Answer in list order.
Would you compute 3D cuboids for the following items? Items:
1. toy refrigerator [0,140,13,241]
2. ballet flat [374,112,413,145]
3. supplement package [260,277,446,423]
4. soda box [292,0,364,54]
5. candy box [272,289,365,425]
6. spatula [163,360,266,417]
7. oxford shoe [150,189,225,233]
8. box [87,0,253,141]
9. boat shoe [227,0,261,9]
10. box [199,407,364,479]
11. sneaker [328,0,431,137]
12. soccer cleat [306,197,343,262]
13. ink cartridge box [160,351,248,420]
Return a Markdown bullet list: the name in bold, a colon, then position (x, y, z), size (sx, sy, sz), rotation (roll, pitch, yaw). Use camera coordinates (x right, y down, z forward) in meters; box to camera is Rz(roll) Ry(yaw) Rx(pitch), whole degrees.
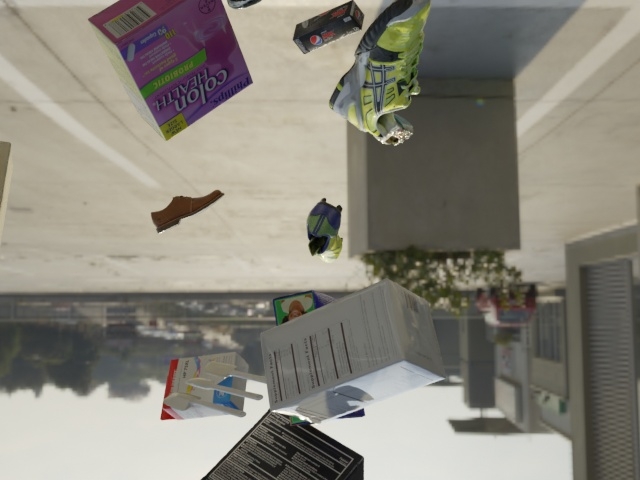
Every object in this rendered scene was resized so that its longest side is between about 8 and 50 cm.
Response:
- **toy refrigerator**: position (-0.761, -0.090, 1.867), size (0.094, 0.270, 0.102), rotation (6, 149, -14)
- **ballet flat**: position (0.166, -0.267, 1.982), size (0.077, 0.091, 0.241), rotation (-48, 163, 12)
- **supplement package**: position (0.046, 0.178, 1.289), size (0.244, 0.134, 0.139), rotation (-25, 148, 25)
- **soda box**: position (0.018, -0.503, 1.955), size (0.169, 0.060, 0.053), rotation (-15, 138, 32)
- **candy box**: position (-0.001, 0.305, 2.116), size (0.122, 0.317, 0.268), rotation (-15, 164, 16)
- **spatula**: position (-0.207, 0.324, 1.777), size (0.242, 0.019, 0.168), rotation (6, -153, 39)
- **oxford shoe**: position (-0.363, -0.097, 2.265), size (0.212, 0.076, 0.076), rotation (-27, 179, -15)
- **box**: position (-0.272, -0.350, 1.548), size (0.213, 0.117, 0.243), rotation (-36, 142, -14)
- **boat shoe**: position (-0.106, -0.658, 1.967), size (0.302, 0.114, 0.091), rotation (-32, 164, -10)
- **box**: position (-0.088, 0.618, 2.067), size (0.296, 0.183, 0.294), rotation (25, -131, 28)
- **sneaker**: position (0.148, -0.352, 1.643), size (0.147, 0.145, 0.385), rotation (39, 151, 4)
- **soccer cleat**: position (-0.001, -0.001, 2.087), size (0.093, 0.121, 0.289), rotation (25, 158, 10)
- **ink cartridge box**: position (-0.300, 0.359, 2.029), size (0.231, 0.134, 0.078), rotation (-10, 143, 19)
